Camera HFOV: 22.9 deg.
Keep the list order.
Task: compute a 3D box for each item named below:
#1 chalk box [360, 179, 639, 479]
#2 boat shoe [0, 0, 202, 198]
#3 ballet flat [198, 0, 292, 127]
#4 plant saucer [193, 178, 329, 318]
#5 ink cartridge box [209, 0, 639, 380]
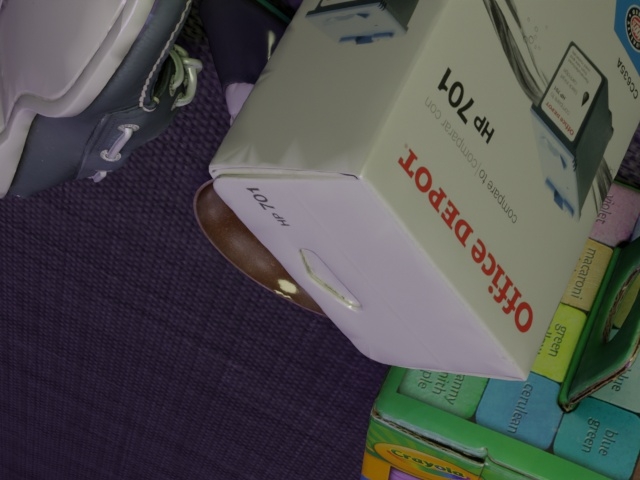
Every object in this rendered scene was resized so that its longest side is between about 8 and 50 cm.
[{"bbox_3d":[0.132,0.078,0.853,0.179,0.180,0.289,22,153,10],"label":"chalk box"},{"bbox_3d":[-0.120,-0.104,0.866,0.099,0.116,0.319,-2,163,-27],"label":"boat shoe"},{"bbox_3d":[0.001,-0.050,0.858,0.074,0.074,0.203,-6,139,49],"label":"ballet flat"},{"bbox_3d":[0.000,0.000,1.004,0.168,0.029,0.168,21,154,11],"label":"plant saucer"},{"bbox_3d":[0.058,-0.060,0.639,0.082,0.191,0.139,3,147,40],"label":"ink cartridge box"}]
